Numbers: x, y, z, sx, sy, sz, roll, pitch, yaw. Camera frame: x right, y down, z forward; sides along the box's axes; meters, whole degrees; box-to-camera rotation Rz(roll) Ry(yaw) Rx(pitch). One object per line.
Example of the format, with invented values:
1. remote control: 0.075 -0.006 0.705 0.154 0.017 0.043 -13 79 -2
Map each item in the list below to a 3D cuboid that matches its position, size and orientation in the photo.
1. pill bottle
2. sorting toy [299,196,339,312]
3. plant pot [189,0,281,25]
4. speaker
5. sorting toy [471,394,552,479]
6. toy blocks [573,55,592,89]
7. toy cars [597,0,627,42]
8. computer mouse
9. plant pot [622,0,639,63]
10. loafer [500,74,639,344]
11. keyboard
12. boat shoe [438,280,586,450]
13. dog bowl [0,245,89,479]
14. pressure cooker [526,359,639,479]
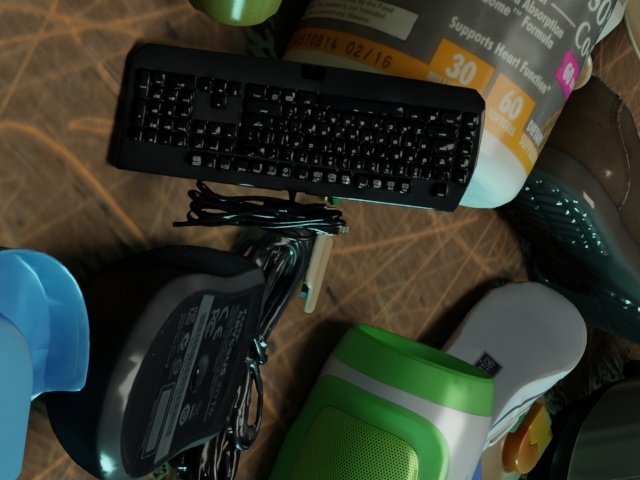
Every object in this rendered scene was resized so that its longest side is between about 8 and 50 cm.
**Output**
1. pill bottle: 0.101 -0.173 1.075 0.278 0.162 0.162 -63 153 -8
2. sorting toy: 0.000 0.000 1.176 0.062 0.012 0.083 91 14 -70
3. plant pot: -0.040 -0.156 0.936 0.083 0.083 0.079 -42 157 -40
4. speaker: 0.018 0.214 1.260 0.131 0.131 0.296 14 98 -63
5. sorting toy: 0.145 0.190 1.576 0.193 0.038 0.208 -55 151 -23
6. toy blocks: 0.141 -0.127 1.305 0.148 0.054 0.123 -43 145 -39
7. toy cars: 0.244 -0.172 1.235 0.394 0.087 0.176 -9 124 -26
8. computer mouse: -0.092 0.069 1.022 0.272 0.072 0.188 6 103 -75
9. plant pot: 0.363 -0.240 1.439 0.191 0.284 0.284 -93 -168 -66
10. loafer: 0.250 -0.015 1.502 0.130 0.134 0.366 -60 153 -13
11. keyboard: -0.010 -0.043 0.961 0.038 0.192 0.100 -100 -162 -68
12. boat shoe: 0.119 0.114 1.434 0.258 0.095 0.084 -30 163 -46
13. dog bowl: -0.199 0.129 0.857 0.166 0.074 0.297 -23 131 -54
14. pressure cooker: 0.388 0.288 1.707 0.370 0.420 0.375 -12 87 -52
